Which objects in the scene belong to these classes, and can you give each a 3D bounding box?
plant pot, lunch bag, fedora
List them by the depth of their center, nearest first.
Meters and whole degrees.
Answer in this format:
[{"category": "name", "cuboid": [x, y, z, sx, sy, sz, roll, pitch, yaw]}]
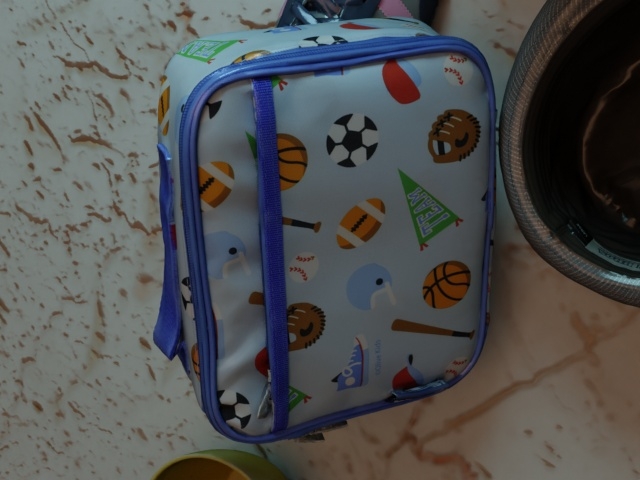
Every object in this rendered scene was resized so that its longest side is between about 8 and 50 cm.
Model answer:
[{"category": "fedora", "cuboid": [0.255, -0.085, 0.723, 0.243, 0.124, 0.275, 43, 118, 15]}, {"category": "lunch bag", "cuboid": [0.000, 0.000, 0.767, 0.115, 0.243, 0.303, -135, 39, -57]}, {"category": "plant pot", "cuboid": [-0.074, 0.236, 0.935, 0.134, 0.095, 0.134, 4, 99, 25]}]

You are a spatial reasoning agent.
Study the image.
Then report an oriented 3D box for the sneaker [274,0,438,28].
[{"category": "sneaker", "cuboid": [0.010, -0.149, 0.824, 0.112, 0.131, 0.319, 19, 104, 23]}]
